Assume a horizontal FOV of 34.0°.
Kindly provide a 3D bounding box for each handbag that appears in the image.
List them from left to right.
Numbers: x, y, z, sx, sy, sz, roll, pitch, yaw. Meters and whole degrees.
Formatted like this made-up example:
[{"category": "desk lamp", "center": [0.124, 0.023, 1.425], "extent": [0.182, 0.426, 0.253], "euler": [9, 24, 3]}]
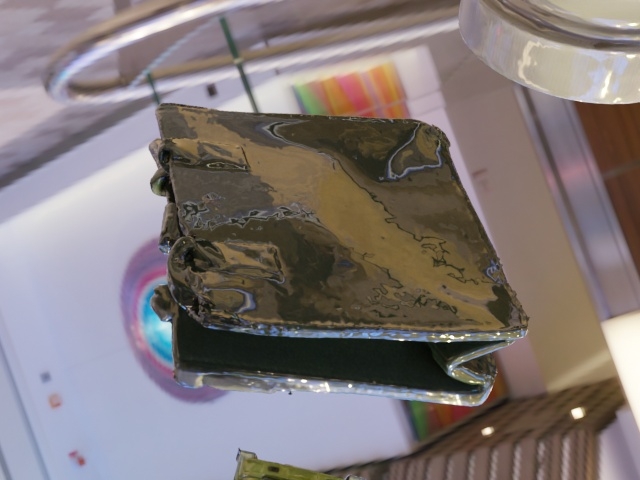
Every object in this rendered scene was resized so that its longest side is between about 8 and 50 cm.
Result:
[{"category": "handbag", "center": [0.001, -0.001, 0.767], "extent": [0.260, 0.248, 0.079], "euler": [7, 130, -22]}]

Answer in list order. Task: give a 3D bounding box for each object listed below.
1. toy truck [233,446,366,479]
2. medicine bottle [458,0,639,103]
[{"category": "toy truck", "center": [-0.025, 0.190, 0.583], "extent": [0.077, 0.100, 0.169], "euler": [13, 148, 0]}, {"category": "medicine bottle", "center": [0.124, -0.182, 0.381], "extent": [0.131, 0.131, 0.250], "euler": [-20, 137, -28]}]
